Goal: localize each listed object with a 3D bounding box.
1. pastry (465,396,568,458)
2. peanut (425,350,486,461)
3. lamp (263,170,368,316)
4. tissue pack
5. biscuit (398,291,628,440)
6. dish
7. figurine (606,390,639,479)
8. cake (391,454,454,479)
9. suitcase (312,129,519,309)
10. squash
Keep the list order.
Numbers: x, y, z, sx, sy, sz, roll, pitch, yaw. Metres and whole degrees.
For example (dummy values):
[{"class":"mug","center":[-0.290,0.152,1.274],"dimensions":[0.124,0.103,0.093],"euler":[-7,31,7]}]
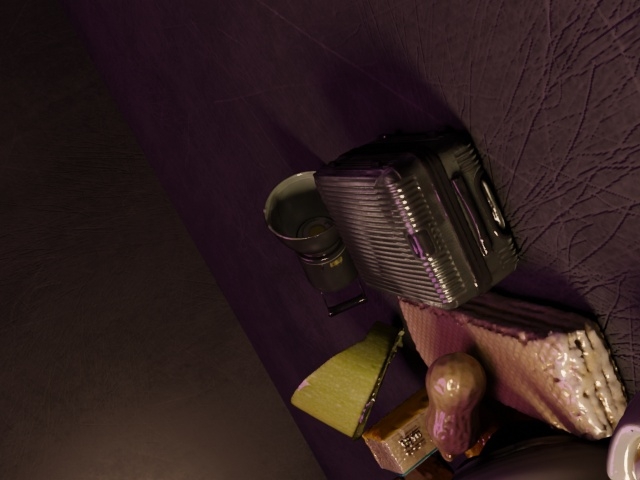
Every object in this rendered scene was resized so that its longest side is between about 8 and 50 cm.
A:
[{"class":"pastry","center":[0.264,0.277,1.300],"dimensions":[0.189,0.103,0.189],"euler":[55,164,24]},{"class":"peanut","center":[0.172,0.214,1.207],"dimensions":[0.082,0.082,0.187],"euler":[44,146,48]},{"class":"lamp","center":[0.000,0.000,1.641],"dimensions":[0.227,0.147,0.172],"euler":[68,178,-51]},{"class":"tissue pack","center":[0.163,0.305,1.561],"dimensions":[0.082,0.169,0.120],"euler":[56,165,-2]},{"class":"biscuit","center":[0.228,0.134,1.208],"dimensions":[0.144,0.078,0.426],"euler":[65,164,-13]},{"class":"dish","center":[0.251,0.279,1.122],"dimensions":[0.273,0.273,0.134],"euler":[87,173,-59]},{"class":"figurine","center":[0.355,0.230,0.853],"dimensions":[0.176,0.133,0.236],"euler":[-5,118,56]},{"class":"cake","center":[0.169,0.591,1.835],"dimensions":[0.196,0.293,0.199],"euler":[47,156,34]},{"class":"suitcase","center":[0.109,-0.029,1.201],"dimensions":[0.202,0.128,0.312],"euler":[64,164,-13]},{"class":"squash","center":[0.061,0.230,1.652],"dimensions":[0.133,0.220,0.220],"euler":[29,156,13]}]
